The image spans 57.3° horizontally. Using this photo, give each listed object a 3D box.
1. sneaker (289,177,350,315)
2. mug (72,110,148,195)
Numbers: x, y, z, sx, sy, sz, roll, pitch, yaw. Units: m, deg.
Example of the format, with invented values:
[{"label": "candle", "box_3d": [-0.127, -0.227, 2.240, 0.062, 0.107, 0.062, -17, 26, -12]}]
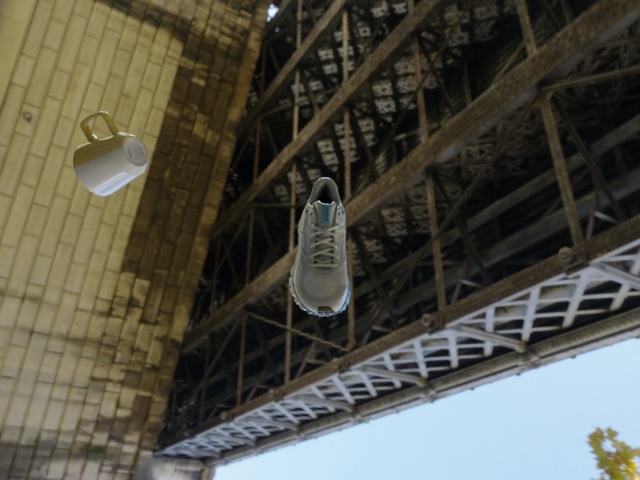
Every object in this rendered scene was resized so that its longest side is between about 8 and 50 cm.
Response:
[{"label": "sneaker", "box_3d": [0.000, 0.000, 0.689, 0.082, 0.072, 0.190, 97, -8, -47]}, {"label": "mug", "box_3d": [-0.223, -0.090, 0.622, 0.064, 0.078, 0.062, -15, -133, 31]}]
